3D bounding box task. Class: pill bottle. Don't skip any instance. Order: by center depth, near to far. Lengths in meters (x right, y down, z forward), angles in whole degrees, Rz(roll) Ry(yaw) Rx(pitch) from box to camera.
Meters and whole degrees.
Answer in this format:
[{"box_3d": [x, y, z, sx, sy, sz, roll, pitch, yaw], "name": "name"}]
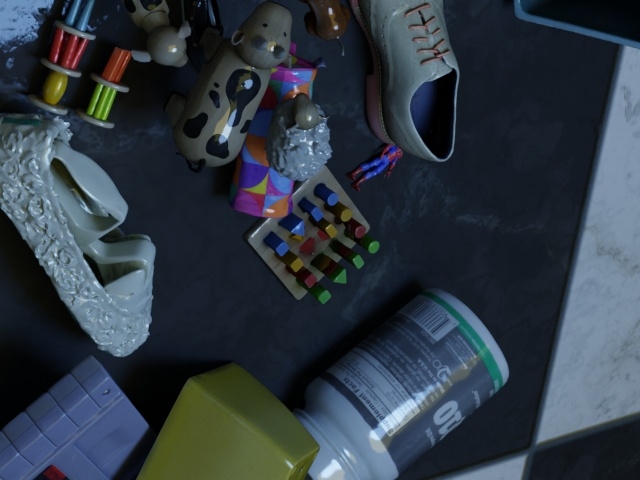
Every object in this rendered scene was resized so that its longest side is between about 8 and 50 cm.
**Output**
[{"box_3d": [0.106, 0.257, 2.069, 0.361, 0.204, 0.204, -38, 131, -14], "name": "pill bottle"}]

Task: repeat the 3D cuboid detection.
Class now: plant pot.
[{"box_3d": [-0.125, 0.324, 1.883, 0.212, 0.187, 0.212, -62, 168, 8], "name": "plant pot"}, {"box_3d": [0.466, -0.454, 1.928, 0.252, 0.247, 0.248, -29, 131, -43], "name": "plant pot"}]

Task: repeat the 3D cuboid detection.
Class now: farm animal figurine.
[{"box_3d": [-0.118, -0.230, 1.583, 0.330, 0.172, 0.327, 5, 113, -16], "name": "farm animal figurine"}]

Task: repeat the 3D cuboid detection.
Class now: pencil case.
[{"box_3d": [-0.065, -0.150, 1.786, 0.104, 0.104, 0.236, -4, 116, -36], "name": "pencil case"}]

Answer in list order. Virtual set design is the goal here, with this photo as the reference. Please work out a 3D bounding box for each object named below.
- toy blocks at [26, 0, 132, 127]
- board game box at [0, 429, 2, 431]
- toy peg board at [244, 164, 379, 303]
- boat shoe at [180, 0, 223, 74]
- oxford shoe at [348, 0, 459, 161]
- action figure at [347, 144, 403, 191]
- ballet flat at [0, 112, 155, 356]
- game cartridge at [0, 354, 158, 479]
[{"box_3d": [-0.283, -0.224, 1.607, 0.123, 0.054, 0.148, 14, 105, -40], "name": "toy blocks"}, {"box_3d": [-0.578, 0.342, 1.673, 0.224, 0.097, 0.303, 27, 96, -43], "name": "board game box"}, {"box_3d": [0.000, 0.000, 1.930, 0.161, 0.079, 0.160, -45, 133, -8], "name": "toy peg board"}, {"box_3d": [-0.151, -0.268, 1.693, 0.049, 0.042, 0.133, -26, 129, -26], "name": "boat shoe"}, {"box_3d": [0.138, -0.296, 1.822, 0.140, 0.146, 0.397, -26, 127, -20], "name": "oxford shoe"}, {"box_3d": [0.095, -0.119, 1.971, 0.115, 0.030, 0.038, -39, 127, -16], "name": "action figure"}, {"box_3d": [-0.291, 0.001, 1.649, 0.147, 0.147, 0.409, -40, 131, -13], "name": "ballet flat"}, {"box_3d": [-0.337, 0.307, 1.772, 0.230, 0.068, 0.355, -45, 156, -13], "name": "game cartridge"}]
